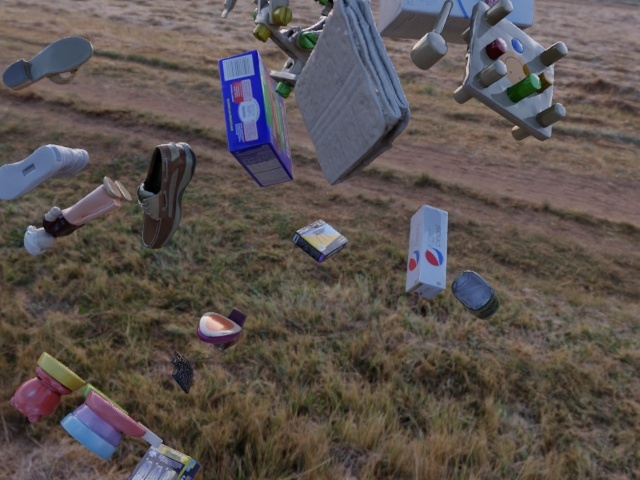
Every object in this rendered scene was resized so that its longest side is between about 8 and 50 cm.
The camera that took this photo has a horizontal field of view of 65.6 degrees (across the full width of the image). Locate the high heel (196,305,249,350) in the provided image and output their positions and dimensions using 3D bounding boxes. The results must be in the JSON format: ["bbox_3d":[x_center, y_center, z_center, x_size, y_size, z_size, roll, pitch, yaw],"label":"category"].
[{"bbox_3d":[-0.338,0.330,1.638,0.127,0.181,0.377,31,5,11],"label":"high heel"}]

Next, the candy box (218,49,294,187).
[{"bbox_3d":[-0.173,-0.328,1.414,0.122,0.268,0.317,-10,-11,6],"label":"candy box"}]

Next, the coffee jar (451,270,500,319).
[{"bbox_3d":[0.389,0.140,1.232,0.096,0.079,0.184,47,7,30],"label":"coffee jar"}]

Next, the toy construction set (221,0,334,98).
[{"bbox_3d":[-0.100,-0.474,1.128,0.309,0.237,0.257,32,7,22],"label":"toy construction set"}]

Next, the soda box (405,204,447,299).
[{"bbox_3d":[0.257,0.026,1.198,0.069,0.074,0.216,16,59,-12],"label":"soda box"}]

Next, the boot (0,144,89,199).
[{"bbox_3d":[-0.730,-0.174,1.307,0.258,0.095,0.123,-18,-1,23],"label":"boot"}]

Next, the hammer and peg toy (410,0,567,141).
[{"bbox_3d":[0.385,-0.405,1.093,0.361,0.127,0.265,25,64,-22],"label":"hammer and peg toy"}]

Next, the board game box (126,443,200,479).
[{"bbox_3d":[-0.400,0.594,1.238,0.170,0.048,0.141,-1,42,42],"label":"board game box"}]

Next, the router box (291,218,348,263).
[{"bbox_3d":[0.000,0.000,1.750,0.133,0.046,0.179,39,32,14],"label":"router box"}]

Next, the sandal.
[{"bbox_3d":[-0.638,-0.414,1.204,0.240,0.079,0.088,-17,77,8],"label":"sandal"}]

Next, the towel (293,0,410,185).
[{"bbox_3d":[0.035,-0.202,0.721,0.049,0.187,0.282,-19,-3,-18],"label":"towel"}]

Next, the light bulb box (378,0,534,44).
[{"bbox_3d":[0.362,-0.736,1.323,0.361,0.357,0.225,1,8,-10],"label":"light bulb box"}]

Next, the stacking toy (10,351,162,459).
[{"bbox_3d":[-0.544,0.424,1.159,0.309,0.279,0.130,22,60,29],"label":"stacking toy"}]

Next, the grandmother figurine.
[{"bbox_3d":[-0.767,-0.066,1.531,0.342,0.208,0.104,-33,74,4],"label":"grandmother figurine"}]

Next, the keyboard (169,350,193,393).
[{"bbox_3d":[-0.402,0.377,1.470,0.038,0.100,0.192,-37,10,-7],"label":"keyboard"}]

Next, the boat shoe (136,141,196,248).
[{"bbox_3d":[-0.461,-0.130,1.404,0.123,0.323,0.120,33,21,33],"label":"boat shoe"}]
